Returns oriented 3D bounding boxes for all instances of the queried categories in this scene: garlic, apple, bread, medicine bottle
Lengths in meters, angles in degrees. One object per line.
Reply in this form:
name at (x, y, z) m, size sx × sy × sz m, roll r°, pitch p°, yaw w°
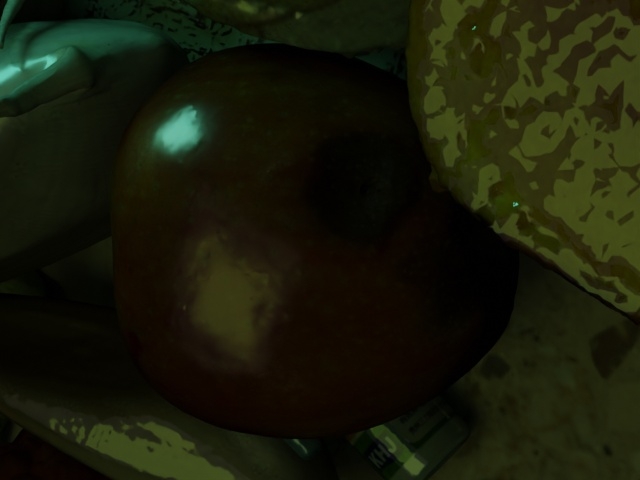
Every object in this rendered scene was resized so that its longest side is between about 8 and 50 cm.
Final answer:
garlic at (-0.114, 0.107, 1.146) m, size 0.318 × 0.143 × 0.112 m, roll 16°, pitch 102°, yaw 17°
apple at (0.000, 0.000, 0.960) m, size 0.230 × 0.230 × 0.230 m, roll 17°, pitch 122°, yaw 29°
garlic at (-0.216, -0.093, 1.063) m, size 0.340 × 0.246 × 0.231 m, roll -37°, pitch 74°, yaw 51°
bread at (0.188, -0.088, 0.779) m, size 0.312 × 0.172 × 0.312 m, roll 6°, pitch 104°, yaw 25°
medicine bottle at (-0.013, 0.068, 1.083) m, size 0.220 × 0.092 × 0.061 m, roll 46°, pitch 149°, yaw 10°

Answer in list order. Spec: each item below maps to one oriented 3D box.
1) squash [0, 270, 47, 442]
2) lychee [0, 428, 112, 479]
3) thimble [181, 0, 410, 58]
squash at (-0.256, 0.106, 1.297) m, size 0.090 × 0.075 × 0.200 m, roll 15°, pitch 127°, yaw 0°
lychee at (-0.140, 0.268, 1.191) m, size 0.255 × 0.255 × 0.300 m, roll -26°, pitch 104°, yaw 42°
thimble at (-0.003, -0.187, 0.913) m, size 0.190 × 0.137 × 0.143 m, roll 26°, pitch 128°, yaw 10°
